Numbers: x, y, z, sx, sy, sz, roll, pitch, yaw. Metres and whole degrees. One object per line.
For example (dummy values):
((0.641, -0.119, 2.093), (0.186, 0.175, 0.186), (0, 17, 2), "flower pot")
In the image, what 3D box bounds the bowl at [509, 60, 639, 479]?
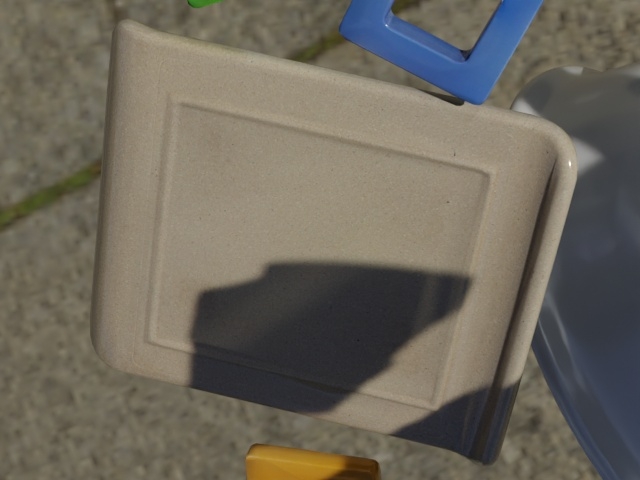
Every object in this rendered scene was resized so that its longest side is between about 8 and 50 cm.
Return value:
((0.232, 0.018, 0.935), (0.134, 0.298, 0.297), (-28, 83, 34), "bowl")

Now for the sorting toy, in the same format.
((0.000, 0.000, 0.765), (0.196, 0.047, 0.347), (16, 128, 7), "sorting toy")
